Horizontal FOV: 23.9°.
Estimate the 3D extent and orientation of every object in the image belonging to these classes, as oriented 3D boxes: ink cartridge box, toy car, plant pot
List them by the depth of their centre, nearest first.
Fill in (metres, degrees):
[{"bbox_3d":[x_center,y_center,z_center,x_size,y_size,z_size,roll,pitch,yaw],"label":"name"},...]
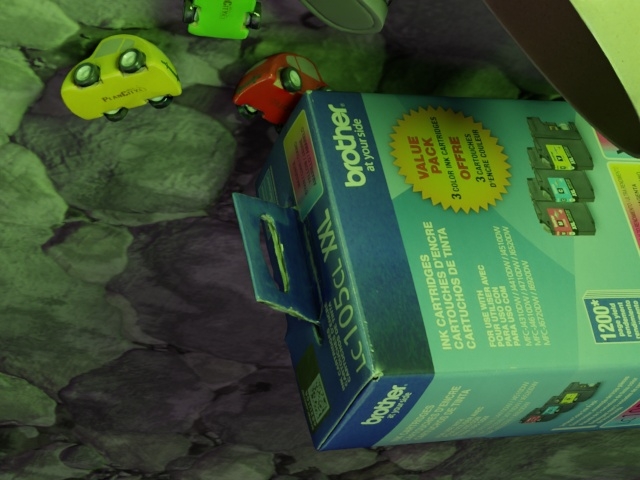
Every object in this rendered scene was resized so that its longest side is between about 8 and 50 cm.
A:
[{"bbox_3d":[0.195,-0.220,0.969,0.191,0.284,0.284,-37,143,2],"label":"plant pot"},{"bbox_3d":[-0.082,-0.168,1.208,0.239,0.053,0.225,4,148,-11],"label":"toy car"},{"bbox_3d":[0.111,0.023,1.263,0.395,0.270,0.151,-1,149,-22],"label":"ink cartridge box"}]

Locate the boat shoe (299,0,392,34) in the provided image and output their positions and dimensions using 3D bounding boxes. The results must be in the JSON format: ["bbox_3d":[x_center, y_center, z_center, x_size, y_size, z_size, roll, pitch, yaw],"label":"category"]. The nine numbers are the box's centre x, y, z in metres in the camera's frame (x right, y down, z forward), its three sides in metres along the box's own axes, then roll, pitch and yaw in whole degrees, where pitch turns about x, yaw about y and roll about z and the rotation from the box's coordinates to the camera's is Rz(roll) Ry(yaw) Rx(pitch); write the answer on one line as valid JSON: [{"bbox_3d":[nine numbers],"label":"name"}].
[{"bbox_3d":[-0.018,-0.238,1.082,0.081,0.068,0.228,6,154,39],"label":"boat shoe"}]
